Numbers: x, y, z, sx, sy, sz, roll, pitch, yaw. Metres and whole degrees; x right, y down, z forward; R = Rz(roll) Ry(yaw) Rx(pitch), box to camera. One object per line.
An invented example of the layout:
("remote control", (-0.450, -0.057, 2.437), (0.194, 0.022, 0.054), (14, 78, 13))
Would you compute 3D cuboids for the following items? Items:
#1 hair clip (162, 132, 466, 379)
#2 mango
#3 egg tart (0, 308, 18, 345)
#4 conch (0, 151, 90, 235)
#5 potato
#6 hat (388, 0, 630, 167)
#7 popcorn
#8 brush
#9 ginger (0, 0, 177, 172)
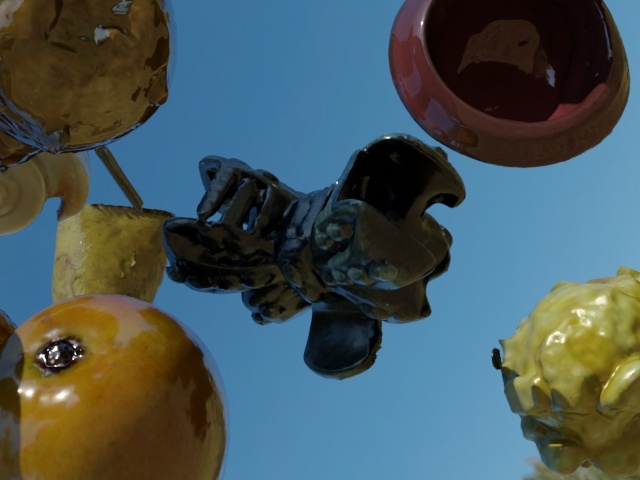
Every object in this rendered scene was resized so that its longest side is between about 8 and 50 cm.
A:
("hair clip", (0.005, 0.004, 0.941), (0.206, 0.310, 0.194), (56, -131, -35))
("mango", (-0.193, 0.195, 0.907), (0.378, 0.221, 0.263), (82, -171, -64))
("egg tart", (-0.394, 0.160, 0.923), (0.215, 0.171, 0.215), (14, -107, -59))
("conch", (-0.332, -0.110, 1.041), (0.255, 0.158, 0.127), (-95, 11, -52))
("potato", (-0.374, 0.076, 1.648), (0.229, 0.229, 0.265), (27, -117, -57))
("hat", (0.155, -0.145, 0.785), (0.205, 0.205, 0.089), (-56, -11, -18))
("popcorn", (0.324, 0.149, 1.113), (0.286, 0.215, 0.252), (-8, -59, -64))
("brush", (-0.336, -0.143, 1.370), (0.248, 0.036, 0.043), (59, -167, -21))
("ginger", (-0.177, -0.205, 0.636), (0.153, 0.274, 0.357), (10, -106, -25))
